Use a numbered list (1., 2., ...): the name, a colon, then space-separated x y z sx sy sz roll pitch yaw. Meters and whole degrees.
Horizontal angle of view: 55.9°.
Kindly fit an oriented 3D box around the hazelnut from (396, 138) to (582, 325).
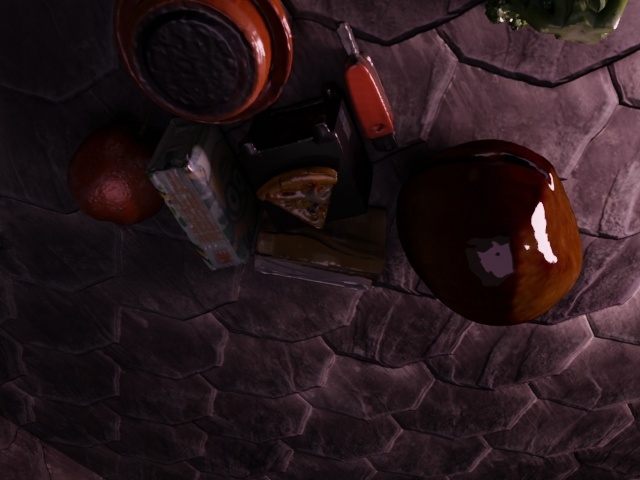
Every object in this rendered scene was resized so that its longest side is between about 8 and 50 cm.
1. hazelnut: 0.369 0.000 1.334 0.402 0.402 0.429 -20 139 24

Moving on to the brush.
1. brush: 0.096 -0.318 1.292 0.070 0.051 0.323 -12 130 21

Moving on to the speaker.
1. speaker: -0.031 -0.182 1.350 0.232 0.184 0.254 -11 128 19

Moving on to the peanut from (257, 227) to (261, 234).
1. peanut: -0.072 0.005 1.594 0.193 0.089 0.089 8 133 1

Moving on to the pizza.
1. pizza: -0.041 -0.081 1.297 0.185 0.036 0.176 -4 132 13

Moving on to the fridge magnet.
1. fridge magnet: -0.236 -0.385 1.202 0.364 0.155 0.363 4 133 4

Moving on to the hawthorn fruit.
1. hawthorn fruit: -0.464 -0.154 1.392 0.231 0.235 0.263 -13 152 -18

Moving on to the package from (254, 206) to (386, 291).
1. package: 0.001 0.005 1.475 0.311 0.165 0.221 11 91 -3

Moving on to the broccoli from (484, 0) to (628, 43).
1. broccoli: 0.433 -0.439 1.013 0.295 0.245 0.265 -1 158 42

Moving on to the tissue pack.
1. tissue pack: -0.259 -0.115 1.409 0.128 0.228 0.310 -12 130 16
